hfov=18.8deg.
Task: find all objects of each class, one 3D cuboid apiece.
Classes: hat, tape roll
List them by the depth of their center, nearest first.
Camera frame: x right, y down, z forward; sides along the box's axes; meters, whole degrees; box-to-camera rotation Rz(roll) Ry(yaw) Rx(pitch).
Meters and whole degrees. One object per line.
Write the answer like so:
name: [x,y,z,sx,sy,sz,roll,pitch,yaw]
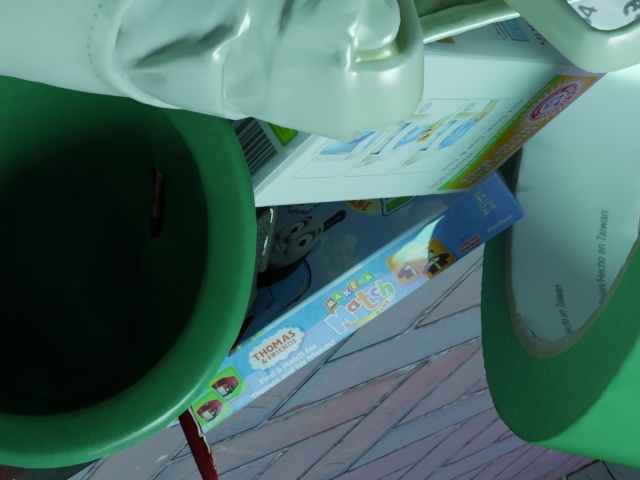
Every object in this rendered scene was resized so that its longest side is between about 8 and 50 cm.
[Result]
hat: [-0.108,0.026,0.850,0.173,0.208,0.183,1,170,2]
tape roll: [0.168,-0.050,0.947,0.077,0.321,0.321,14,149,-11]

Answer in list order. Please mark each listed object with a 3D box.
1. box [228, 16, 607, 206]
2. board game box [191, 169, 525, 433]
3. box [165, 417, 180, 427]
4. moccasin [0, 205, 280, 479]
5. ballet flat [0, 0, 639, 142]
box: [0.027,-0.092,0.879,0.103,0.114,0.203,-42,160,28]
board game box: [0.000,0.000,1.079,0.211,0.039,0.160,-34,-153,7]
box: [-0.070,0.094,1.432,0.081,0.028,0.136,-19,162,-39]
moccasin: [-0.172,0.060,0.932,0.380,0.147,0.139,-38,153,-27]
ballet flat: [0.049,-0.109,0.691,0.400,0.139,0.139,-16,163,-6]
